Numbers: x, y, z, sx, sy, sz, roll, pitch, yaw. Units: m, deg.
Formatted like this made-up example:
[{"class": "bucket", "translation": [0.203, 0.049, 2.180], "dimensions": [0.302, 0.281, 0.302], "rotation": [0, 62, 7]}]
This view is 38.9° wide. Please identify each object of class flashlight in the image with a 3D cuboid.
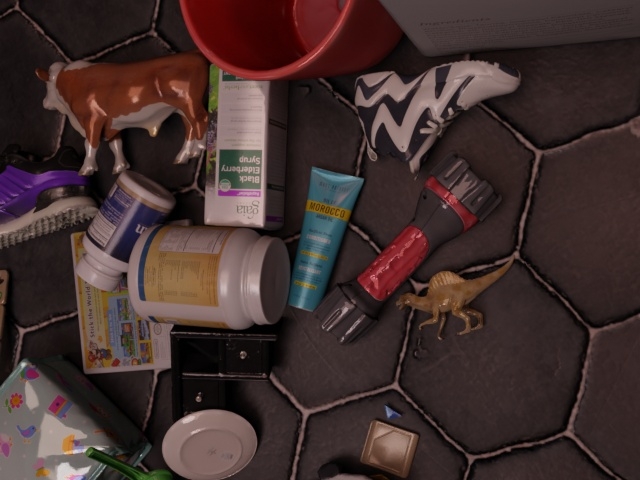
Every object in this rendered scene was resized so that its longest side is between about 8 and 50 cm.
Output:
[{"class": "flashlight", "translation": [0.114, 0.017, 1.260], "dimensions": [0.304, 0.103, 0.103], "rotation": [-46, 117, 6]}]

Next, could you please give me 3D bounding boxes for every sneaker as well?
[{"class": "sneaker", "translation": [0.163, -0.162, 1.258], "dimensions": [0.234, 0.094, 0.153], "rotation": [-3, 90, 16]}, {"class": "sneaker", "translation": [-0.498, -0.075, 1.448], "dimensions": [0.293, 0.102, 0.146], "rotation": [-15, 82, 10]}]

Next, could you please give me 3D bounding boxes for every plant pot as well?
[{"class": "plant pot", "translation": [-0.012, -0.337, 1.212], "dimensions": [0.274, 0.243, 0.275], "rotation": [1, 91, 29]}]

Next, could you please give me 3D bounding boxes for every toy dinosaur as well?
[{"class": "toy dinosaur", "translation": [0.194, 0.084, 1.269], "dimensions": [0.183, 0.053, 0.093], "rotation": [-19, 83, 15]}]

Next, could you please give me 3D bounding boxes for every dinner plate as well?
[{"class": "dinner plate", "translation": [-0.164, 0.309, 1.344], "dimensions": [0.141, 0.017, 0.141], "rotation": [-6, 122, -9]}]

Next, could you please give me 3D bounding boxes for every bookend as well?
[{"class": "bookend", "translation": [-0.138, 0.198, 1.340], "dimensions": [0.156, 0.072, 0.157], "rotation": [2, 104, 2]}]

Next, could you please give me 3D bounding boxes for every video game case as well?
[{"class": "video game case", "translation": [-0.286, 0.090, 1.419], "dimensions": [0.206, 0.026, 0.227], "rotation": [-6, 89, 16]}]

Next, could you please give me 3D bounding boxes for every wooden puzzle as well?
[{"class": "wooden puzzle", "translation": [0.100, 0.303, 1.316], "dimensions": [0.078, 0.014, 0.116], "rotation": [23, 96, 10]}]

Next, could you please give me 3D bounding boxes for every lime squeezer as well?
[{"class": "lime squeezer", "translation": [-0.229, 0.394, 1.335], "dimensions": [0.059, 0.110, 0.310], "rotation": [-39, 103, 18]}]

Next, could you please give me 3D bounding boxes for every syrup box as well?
[{"class": "syrup box", "translation": [-0.107, -0.135, 1.333], "dimensions": [0.093, 0.096, 0.237], "rotation": [2, 89, 16]}]

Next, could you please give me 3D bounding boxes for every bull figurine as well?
[{"class": "bull figurine", "translation": [-0.297, -0.201, 1.385], "dimensions": [0.310, 0.101, 0.189], "rotation": [-8, 90, 17]}]

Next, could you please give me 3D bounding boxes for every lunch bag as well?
[{"class": "lunch bag", "translation": [-0.431, 0.343, 1.392], "dimensions": [0.223, 0.160, 0.262], "rotation": [40, 94, 11]}]

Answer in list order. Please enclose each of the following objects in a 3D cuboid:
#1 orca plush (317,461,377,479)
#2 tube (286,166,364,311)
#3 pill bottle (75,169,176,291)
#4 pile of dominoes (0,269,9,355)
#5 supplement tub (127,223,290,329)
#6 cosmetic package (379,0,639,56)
[{"class": "orca plush", "translation": [0.001, 0.425, 1.299], "dimensions": [0.287, 0.151, 0.102], "rotation": [-39, 117, 20]}, {"class": "tube", "translation": [0.000, 0.000, 1.330], "dimensions": [0.080, 0.052, 0.207], "rotation": [15, 89, 7]}, {"class": "pill bottle", "translation": [-0.297, -0.012, 1.358], "dimensions": [0.094, 0.094, 0.169], "rotation": [35, 100, 13]}, {"class": "pile of dominoes", "translation": [-0.608, 0.154, 1.465], "dimensions": [0.195, 0.040, 0.251], "rotation": [-5, 71, 16]}, {"class": "supplement tub", "translation": [-0.156, 0.052, 1.290], "dimensions": [0.199, 0.144, 0.144], "rotation": [3, 91, 18]}, {"class": "cosmetic package", "translation": [0.242, -0.427, 1.081], "dimensions": [0.327, 0.393, 0.330], "rotation": [-2, 90, 16]}]
